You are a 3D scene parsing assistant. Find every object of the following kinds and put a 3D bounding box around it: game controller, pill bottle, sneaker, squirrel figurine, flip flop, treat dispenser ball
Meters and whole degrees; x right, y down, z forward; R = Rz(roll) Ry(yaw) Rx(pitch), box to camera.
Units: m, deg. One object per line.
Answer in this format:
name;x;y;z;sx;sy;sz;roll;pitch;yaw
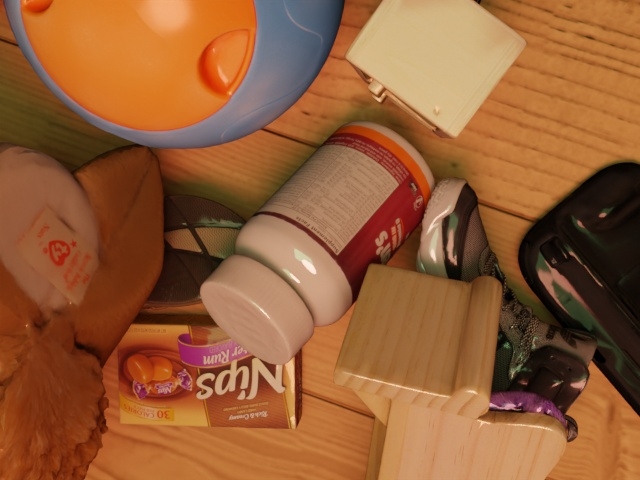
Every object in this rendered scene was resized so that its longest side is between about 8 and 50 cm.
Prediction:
game controller;0.345;0.080;0.845;0.166;0.067;0.319;-41;92;-5
pill bottle;0.000;0.000;0.783;0.121;0.121;0.221;42;62;0
sneaker;0.179;0.069;0.808;0.153;0.101;0.269;1;109;24
squirrel figurine;-0.352;0.089;0.774;0.370;0.281;0.397;-18;75;32
flip flop;-0.182;0.032;0.881;0.277;0.080;0.112;-19;75;24
treat dispenser ball;-0.122;-0.222;0.736;0.288;0.288;0.288;1;97;6

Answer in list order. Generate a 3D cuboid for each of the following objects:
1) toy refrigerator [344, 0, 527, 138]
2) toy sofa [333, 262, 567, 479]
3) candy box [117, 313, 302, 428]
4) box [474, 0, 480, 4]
toy refrigerator;0.091;-0.146;0.731;0.102;0.269;0.094;36;100;0
toy sofa;0.094;0.212;0.762;0.177;0.150;0.363;11;124;9
candy box;-0.113;0.136;0.896;0.186;0.053;0.109;1;97;7
box;0.131;-0.319;0.688;0.076;0.307;0.242;22;98;7
